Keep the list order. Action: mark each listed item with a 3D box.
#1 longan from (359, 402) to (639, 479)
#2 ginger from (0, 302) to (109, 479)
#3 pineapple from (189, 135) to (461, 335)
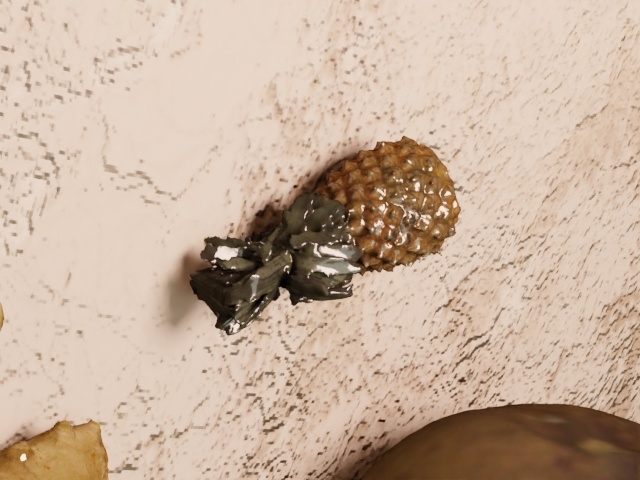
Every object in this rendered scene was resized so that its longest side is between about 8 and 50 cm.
[{"bbox_3d":[0.147,0.240,1.022,0.319,0.319,0.319,-26,128,-39],"label":"longan"},{"bbox_3d":[-0.168,0.109,0.804,0.176,0.053,0.193,-23,118,-41],"label":"ginger"},{"bbox_3d":[0.000,0.000,0.924,0.159,0.074,0.074,-28,130,-31],"label":"pineapple"}]
